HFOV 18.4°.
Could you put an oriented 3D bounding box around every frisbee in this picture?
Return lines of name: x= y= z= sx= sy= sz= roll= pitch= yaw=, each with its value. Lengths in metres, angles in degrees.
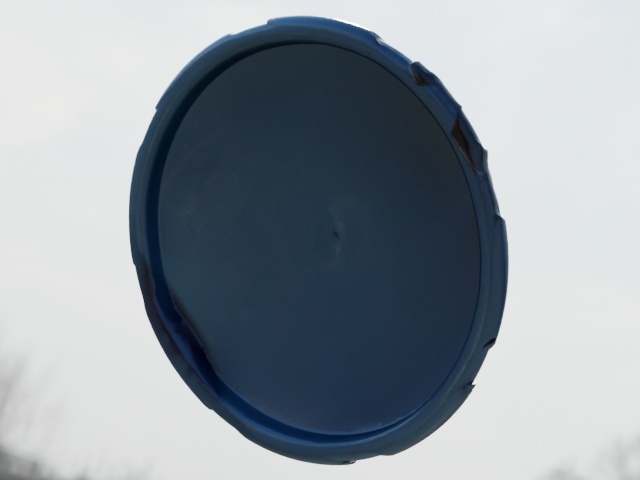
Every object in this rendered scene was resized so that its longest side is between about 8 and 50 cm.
frisbee: x=0.000 y=0.000 z=1.057 sx=0.242 sy=0.242 sz=0.045 roll=10 pitch=13 yaw=34
